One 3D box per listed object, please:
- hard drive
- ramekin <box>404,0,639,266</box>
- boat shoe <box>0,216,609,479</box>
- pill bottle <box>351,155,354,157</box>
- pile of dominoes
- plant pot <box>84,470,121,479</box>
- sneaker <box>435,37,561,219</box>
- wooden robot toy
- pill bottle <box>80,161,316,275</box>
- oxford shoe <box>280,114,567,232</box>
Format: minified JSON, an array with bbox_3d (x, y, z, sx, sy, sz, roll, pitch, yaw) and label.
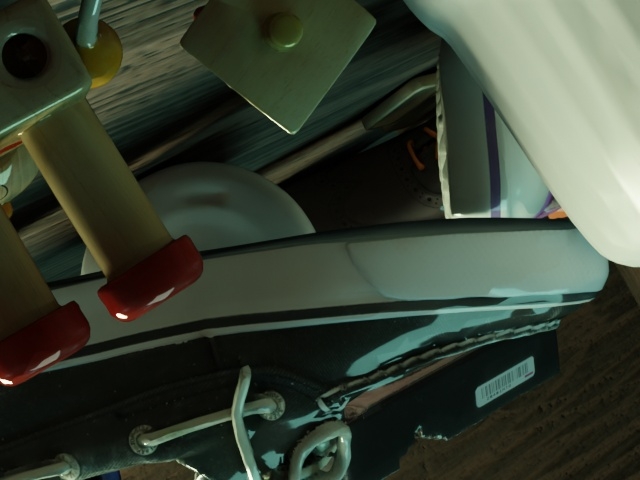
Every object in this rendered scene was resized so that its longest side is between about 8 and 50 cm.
[{"bbox_3d":[-0.022,0.084,1.221,0.237,0.064,0.339,-23,-157,-39],"label":"hard drive"},{"bbox_3d":[0.177,-0.104,0.553,0.277,0.135,0.277,-30,178,-1],"label":"ramekin"},{"bbox_3d":[-0.033,0.056,0.643,0.306,0.105,0.113,-10,-178,-1],"label":"boat shoe"},{"bbox_3d":[0.000,0.000,1.210,0.169,0.094,0.094,-27,177,-45],"label":"pill bottle"},{"bbox_3d":[0.132,-0.129,1.032,0.196,0.040,0.251,-29,170,22],"label":"pile of dominoes"},{"bbox_3d":[-0.215,0.178,0.951,0.236,0.212,0.236,-29,177,-11],"label":"plant pot"},{"bbox_3d":[0.151,-0.071,0.783,0.161,0.102,0.282,-1,-165,19],"label":"sneaker"},{"bbox_3d":[-0.075,-0.010,0.330,0.173,0.076,0.079,-29,-171,-13],"label":"wooden robot toy"},{"bbox_3d":[-0.056,0.025,0.798,0.112,0.112,0.186,-29,178,-5],"label":"pill bottle"},{"bbox_3d":[0.081,-0.055,0.991,0.271,0.097,0.098,-19,139,-10],"label":"oxford shoe"}]
